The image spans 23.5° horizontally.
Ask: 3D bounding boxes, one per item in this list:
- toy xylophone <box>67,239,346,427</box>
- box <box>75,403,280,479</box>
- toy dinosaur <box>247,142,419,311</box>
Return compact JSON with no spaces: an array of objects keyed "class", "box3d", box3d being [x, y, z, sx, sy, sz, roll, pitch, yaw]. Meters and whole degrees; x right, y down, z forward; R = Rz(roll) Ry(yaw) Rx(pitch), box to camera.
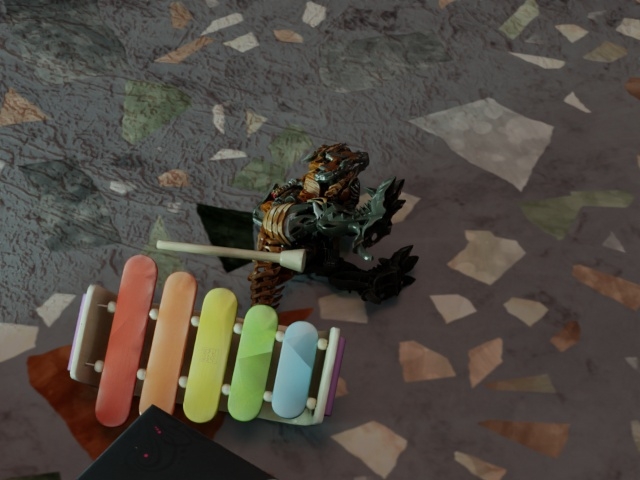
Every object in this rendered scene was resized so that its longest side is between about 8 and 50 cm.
[{"class":"toy xylophone","box3d":[-0.129,0.109,1.816,0.323,0.081,0.236,2,77,4]},{"class":"box","box3d":[-0.121,0.324,1.614,0.270,0.143,0.165,27,49,22]},{"class":"toy dinosaur","box3d":[0.000,0.000,1.979,0.218,0.164,0.322,9,66,24]}]
